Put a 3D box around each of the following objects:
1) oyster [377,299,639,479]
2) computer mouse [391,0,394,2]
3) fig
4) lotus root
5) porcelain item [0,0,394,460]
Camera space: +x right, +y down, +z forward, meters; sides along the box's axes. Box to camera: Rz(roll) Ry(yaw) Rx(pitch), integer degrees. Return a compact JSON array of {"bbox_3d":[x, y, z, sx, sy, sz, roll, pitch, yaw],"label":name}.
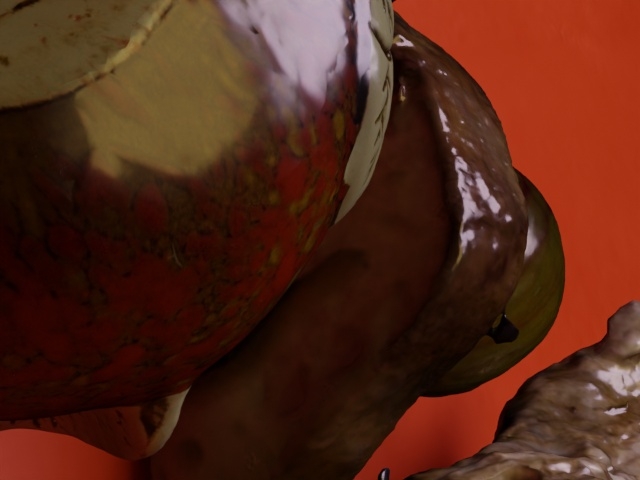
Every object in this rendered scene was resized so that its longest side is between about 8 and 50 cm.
[{"bbox_3d":[0.061,0.168,0.727,0.396,0.111,0.204,-31,147,-57],"label":"oyster"},{"bbox_3d":[0.013,-0.268,0.841,0.183,0.116,0.323,37,55,-44],"label":"computer mouse"},{"bbox_3d":[0.025,0.049,0.744,0.236,0.124,0.124,-50,119,-36],"label":"fig"},{"bbox_3d":[0.000,0.000,0.674,0.074,0.170,0.261,31,47,-51],"label":"lotus root"},{"bbox_3d":[-0.101,-0.046,0.526,0.253,0.253,0.253,28,54,-48],"label":"porcelain item"}]
